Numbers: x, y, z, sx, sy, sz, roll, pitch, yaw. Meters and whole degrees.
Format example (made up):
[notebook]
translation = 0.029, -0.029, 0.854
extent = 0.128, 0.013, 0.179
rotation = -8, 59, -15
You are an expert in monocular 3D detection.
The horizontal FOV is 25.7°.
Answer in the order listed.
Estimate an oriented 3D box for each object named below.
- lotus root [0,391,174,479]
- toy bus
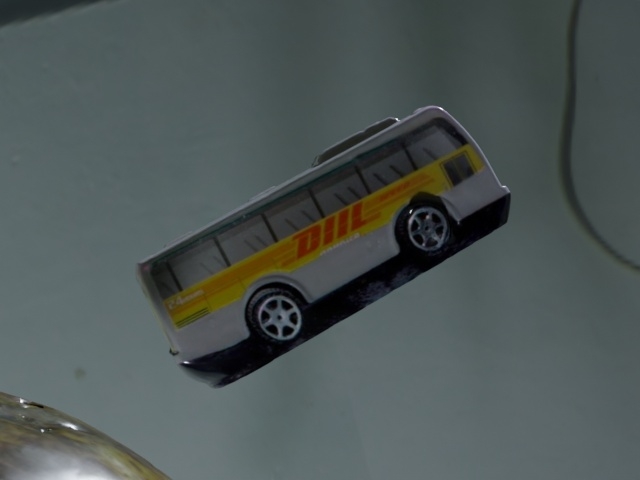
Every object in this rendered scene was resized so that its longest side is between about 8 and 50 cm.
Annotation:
[lotus root]
translation = -0.183, 0.141, 0.487
extent = 0.397, 0.196, 0.179
rotation = 2, 16, 25
[toy bus]
translation = 0.000, 0.000, 0.648
extent = 0.172, 0.057, 0.072
rotation = -29, 91, -8
